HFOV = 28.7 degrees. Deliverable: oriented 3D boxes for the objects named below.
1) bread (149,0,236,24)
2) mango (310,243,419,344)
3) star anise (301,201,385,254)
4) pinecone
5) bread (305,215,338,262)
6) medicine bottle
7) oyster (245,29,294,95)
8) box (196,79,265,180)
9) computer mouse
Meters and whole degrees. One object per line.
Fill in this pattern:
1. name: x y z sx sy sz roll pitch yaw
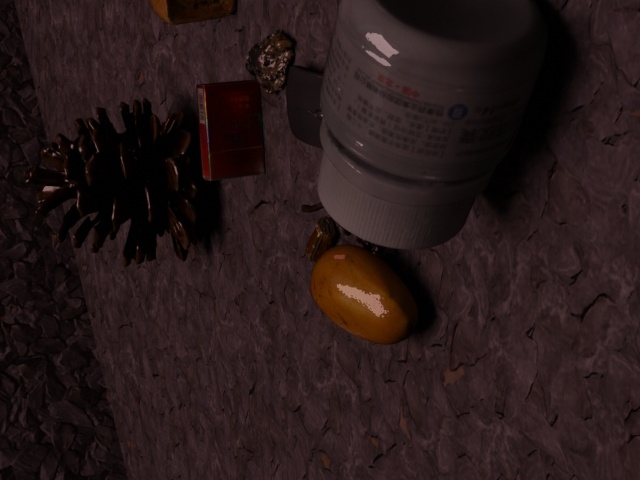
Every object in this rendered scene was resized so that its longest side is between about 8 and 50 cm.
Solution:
1. bread: -0.247 -0.489 2.337 0.143 0.149 0.158 -132 40 -56
2. mango: 0.069 0.085 1.849 0.219 0.112 0.145 34 154 51
3. star anise: 0.041 -0.074 1.905 0.234 0.073 0.177 31 136 40
4. pinecone: -0.429 -0.112 2.609 0.384 0.384 0.384 172 90 -66
5. bread: 0.000 0.000 2.081 0.083 0.036 0.047 115 143 -48
6. medicine bottle: 0.120 -0.165 1.504 0.306 0.245 0.245 104 147 -42
7. oyster: -0.089 -0.313 2.160 0.148 0.051 0.103 -46 63 48
8. box: -0.165 -0.203 2.287 0.048 0.112 0.175 19 116 62
9. computer mouse: -0.009 -0.214 2.004 0.232 0.057 0.120 -147 53 -60
